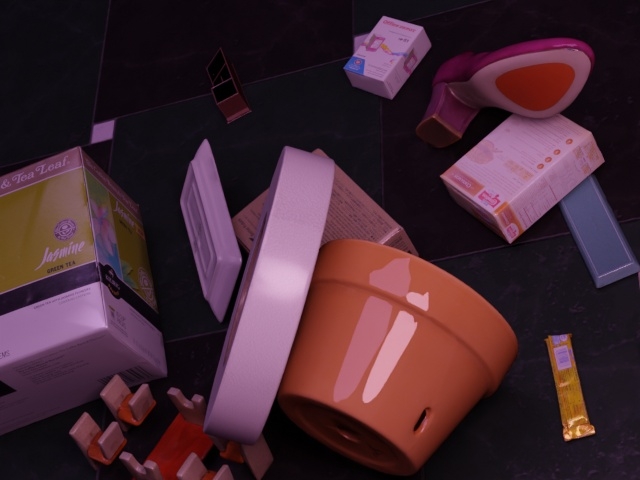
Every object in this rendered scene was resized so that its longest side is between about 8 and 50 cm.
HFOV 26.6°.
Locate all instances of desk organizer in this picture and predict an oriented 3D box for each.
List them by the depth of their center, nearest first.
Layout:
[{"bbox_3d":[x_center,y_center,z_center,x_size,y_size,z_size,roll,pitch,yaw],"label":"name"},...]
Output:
[{"bbox_3d":[-0.164,-0.268,2.324,0.047,0.050,0.130,-27,49,5],"label":"desk organizer"}]

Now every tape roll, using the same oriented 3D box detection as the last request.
[{"bbox_3d":[-0.067,0.071,1.751,0.072,0.392,0.392,16,59,-4],"label":"tape roll"}]

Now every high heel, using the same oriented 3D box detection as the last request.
[{"bbox_3d":[0.278,-0.262,1.963,0.377,0.127,0.181,-16,39,55],"label":"high heel"}]

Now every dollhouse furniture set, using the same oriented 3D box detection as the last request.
[{"bbox_3d":[-0.229,0.340,1.890,0.262,0.135,0.259,13,52,32],"label":"dollhouse furniture set"}]

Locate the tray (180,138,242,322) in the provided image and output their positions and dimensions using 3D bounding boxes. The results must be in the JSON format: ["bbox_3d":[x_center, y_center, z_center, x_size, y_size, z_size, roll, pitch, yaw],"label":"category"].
[{"bbox_3d":[-0.176,-0.017,2.096,0.030,0.145,0.270,-1,47,-20],"label":"tray"}]

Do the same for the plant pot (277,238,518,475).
[{"bbox_3d":[0.077,0.161,1.716,0.291,0.291,0.203,15,63,33],"label":"plant pot"}]

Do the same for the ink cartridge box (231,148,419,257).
[{"bbox_3d":[0.000,0.000,2.027,0.193,0.088,0.234,-40,50,-4],"label":"ink cartridge box"}]

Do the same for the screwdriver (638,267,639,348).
[{"bbox_3d":[0.428,0.105,1.795,0.025,0.024,0.169,-39,35,34],"label":"screwdriver"}]

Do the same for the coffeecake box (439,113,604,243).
[{"bbox_3d":[0.291,-0.104,1.963,0.185,0.068,0.142,-40,40,-6],"label":"coffeecake box"}]

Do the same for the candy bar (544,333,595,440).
[{"bbox_3d":[0.326,0.188,1.781,0.040,0.018,0.161,-14,51,11],"label":"candy bar"}]

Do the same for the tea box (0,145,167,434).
[{"bbox_3d":[-0.442,0.084,2.063,0.329,0.220,0.323,-19,61,11],"label":"tea box"}]

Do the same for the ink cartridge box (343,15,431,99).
[{"bbox_3d":[0.110,-0.301,2.216,0.089,0.052,0.122,23,68,36],"label":"ink cartridge box"}]

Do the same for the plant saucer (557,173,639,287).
[{"bbox_3d":[0.384,-0.019,1.900,0.067,0.018,0.192,-24,49,8],"label":"plant saucer"}]
